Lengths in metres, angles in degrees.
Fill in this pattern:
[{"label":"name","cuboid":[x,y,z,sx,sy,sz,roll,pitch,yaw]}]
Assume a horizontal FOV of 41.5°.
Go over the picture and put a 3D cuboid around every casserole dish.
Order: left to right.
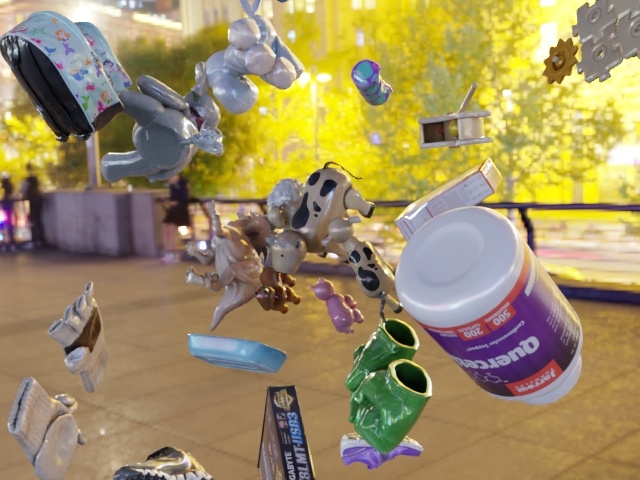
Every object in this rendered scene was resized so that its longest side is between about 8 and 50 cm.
[{"label":"casserole dish","cuboid":[-0.146,0.196,1.449,0.188,0.037,0.114,2,-20,30]}]

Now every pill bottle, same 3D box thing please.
[{"label":"pill bottle","cuboid":[0.254,0.108,1.197,0.181,0.181,0.323,3,-32,43]}]

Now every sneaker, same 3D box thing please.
[{"label":"sneaker","cuboid":[-0.313,0.446,1.630,0.234,0.078,0.106,21,21,-48]},{"label":"sneaker","cuboid":[0.119,0.419,1.678,0.170,0.071,0.068,3,3,-13]}]

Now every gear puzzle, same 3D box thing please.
[{"label":"gear puzzle","cuboid":[0.499,-0.350,1.407,0.044,0.175,0.339,15,-28,-28]}]

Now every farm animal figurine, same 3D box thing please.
[{"label":"farm animal figurine","cuboid":[0.000,0.000,1.542,0.330,0.326,0.172,-9,-31,36]}]

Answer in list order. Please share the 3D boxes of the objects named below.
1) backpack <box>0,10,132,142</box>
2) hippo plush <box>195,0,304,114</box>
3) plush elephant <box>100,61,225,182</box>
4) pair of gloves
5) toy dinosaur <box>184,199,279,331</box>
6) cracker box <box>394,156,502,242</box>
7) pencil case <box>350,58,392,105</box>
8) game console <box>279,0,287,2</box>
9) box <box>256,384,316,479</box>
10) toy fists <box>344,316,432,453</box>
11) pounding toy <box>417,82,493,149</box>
[{"label":"backpack","cuboid":[-0.541,-0.359,1.778,0.225,0.253,0.191,7,51,47]},{"label":"hippo plush","cuboid":[-0.218,-0.459,2.171,0.236,0.294,0.234,-36,-10,24]},{"label":"plush elephant","cuboid":[-0.358,-0.296,2.087,0.330,0.271,0.255,6,29,12]},{"label":"pair of gloves","cuboid":[-0.335,0.198,1.132,0.042,0.204,0.240,7,50,6]},{"label":"toy dinosaur","cuboid":[-0.163,0.042,1.749,0.200,0.295,0.127,13,-28,-32]},{"label":"cracker box","cuboid":[0.293,-0.092,1.926,0.232,0.067,0.156,-31,5,24]},{"label":"pencil case","cuboid":[0.117,-0.358,1.928,0.070,0.064,0.152,-23,-13,10]},{"label":"game console","cuboid":[-0.070,-0.807,2.181,0.173,0.293,0.250,33,47,16]},{"label":"box","cuboid":[-0.077,0.524,1.861,0.073,0.293,0.295,-1,39,-14]},{"label":"toy fists","cuboid":[0.102,0.242,1.407,0.096,0.142,0.279,21,19,-11]},{"label":"pounding toy","cuboid":[0.320,-0.304,2.071,0.154,0.154,0.269,-6,6,-4]}]
